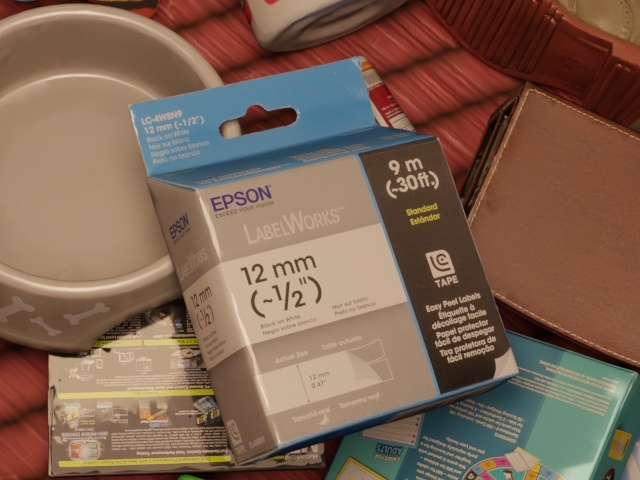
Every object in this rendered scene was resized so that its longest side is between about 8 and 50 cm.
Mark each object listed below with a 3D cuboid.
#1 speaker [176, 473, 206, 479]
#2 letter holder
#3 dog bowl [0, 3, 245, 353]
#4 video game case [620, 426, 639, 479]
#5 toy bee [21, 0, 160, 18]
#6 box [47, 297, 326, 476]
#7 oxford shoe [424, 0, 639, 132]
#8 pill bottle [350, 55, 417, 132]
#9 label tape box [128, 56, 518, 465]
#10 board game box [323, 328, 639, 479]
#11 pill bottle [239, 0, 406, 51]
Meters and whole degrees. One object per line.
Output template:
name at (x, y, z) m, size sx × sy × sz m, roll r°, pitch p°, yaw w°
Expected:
speaker at (-0.127, 0.376, 1.541) m, size 0.131 × 0.131 × 0.296 m, roll 19°, pitch 79°, yaw -4°
letter holder at (0.284, 0.012, 1.647) m, size 0.302 × 0.152 × 0.214 m, roll 24°, pitch 81°, yaw -3°
dog bowl at (-0.230, -0.071, 1.574) m, size 0.348 × 0.102 × 0.349 m, roll 3°, pitch 66°, yaw -6°
video game case at (0.297, 0.299, 1.588) m, size 0.269 × 0.061 × 0.244 m, roll -17°, pitch 81°, yaw 18°
toy bee at (-0.285, -0.316, 1.599) m, size 0.298 × 0.162 × 0.195 m, roll -1°, pitch 42°, yaw -29°
box at (-0.133, 0.121, 1.618) m, size 0.270 × 0.060 × 0.216 m, roll -1°, pitch 82°, yaw -8°
oxford shoe at (0.248, -0.237, 1.717) m, size 0.348 × 0.123 × 0.130 m, roll 34°, pitch 52°, yaw 0°
pill bottle at (0.050, -0.103, 1.665) m, size 0.086 × 0.086 × 0.152 m, roll -33°, pitch 86°, yaw -11°
label tape box at (0.000, 0.000, 1.485) m, size 0.249 × 0.115 × 0.348 m, roll -14°, pitch 81°, yaw -25°
board game box at (0.132, 0.248, 1.562) m, size 0.253 × 0.079 × 0.336 m, roll 18°, pitch 77°, yaw 30°
pill bottle at (-0.037, -0.365, 1.649) m, size 0.176 × 0.176 × 0.318 m, roll -20°, pitch 85°, yaw -10°
